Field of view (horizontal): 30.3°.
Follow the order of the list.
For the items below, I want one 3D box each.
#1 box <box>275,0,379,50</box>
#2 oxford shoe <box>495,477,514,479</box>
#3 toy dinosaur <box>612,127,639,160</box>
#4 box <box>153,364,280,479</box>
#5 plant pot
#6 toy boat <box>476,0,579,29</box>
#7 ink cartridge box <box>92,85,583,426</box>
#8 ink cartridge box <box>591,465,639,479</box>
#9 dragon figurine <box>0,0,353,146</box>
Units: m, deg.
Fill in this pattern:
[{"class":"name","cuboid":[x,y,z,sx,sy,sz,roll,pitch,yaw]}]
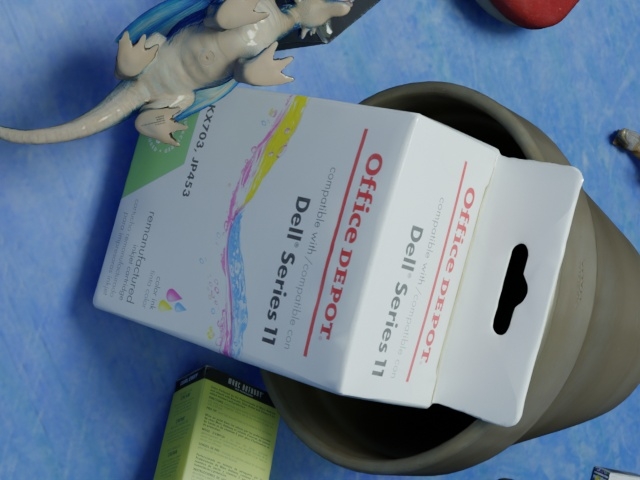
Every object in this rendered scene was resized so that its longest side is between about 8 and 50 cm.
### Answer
[{"class":"box","cuboid":[0.027,-0.305,1.009,0.270,0.143,0.165,-42,111,-16]},{"class":"oxford shoe","cuboid":[0.213,0.346,1.205,0.096,0.083,0.227,-28,108,-26]},{"class":"toy dinosaur","cuboid":[0.387,-0.040,1.253,0.064,0.112,0.211,-38,105,-32]},{"class":"box","cuboid":[-0.097,0.229,0.993,0.087,0.058,0.232,27,55,-27]},{"class":"plant pot","cuboid":[0.149,0.052,1.040,0.280,0.323,0.323,15,88,-43]},{"class":"toy boat","cuboid":[0.238,-0.305,1.110,0.231,0.151,0.151,-49,113,-14]},{"class":"ink cartridge box","cuboid":[0.000,0.000,0.901,0.119,0.353,0.207,17,87,-49]},{"class":"ink cartridge box","cuboid":[0.315,0.307,1.280,0.063,0.029,0.115,15,90,-28]},{"class":"dragon figurine","cuboid":[-0.097,-0.132,0.862,0.289,0.144,0.085,-29,106,3]}]
